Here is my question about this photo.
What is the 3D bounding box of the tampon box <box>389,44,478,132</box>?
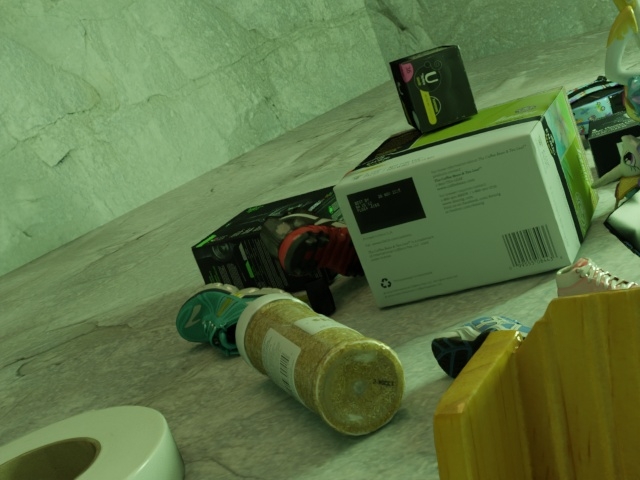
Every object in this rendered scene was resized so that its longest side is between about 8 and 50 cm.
[{"bbox_3d":[0.188,-0.258,1.855,0.101,0.120,0.161,-19,10,0],"label":"tampon box"}]

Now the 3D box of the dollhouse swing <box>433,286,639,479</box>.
[{"bbox_3d":[0.208,0.191,0.678,0.347,0.315,0.305,-10,-3,37],"label":"dollhouse swing"}]

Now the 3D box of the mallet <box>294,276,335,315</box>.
[{"bbox_3d":[-0.036,0.111,1.883,0.039,0.062,0.190,-23,-2,-33],"label":"mallet"}]

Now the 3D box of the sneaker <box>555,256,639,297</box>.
[{"bbox_3d":[0.360,0.057,1.411,0.134,0.070,0.051,-6,18,45],"label":"sneaker"}]

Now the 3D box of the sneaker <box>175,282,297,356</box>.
[{"bbox_3d":[-0.151,0.135,1.813,0.275,0.107,0.110,-8,28,43],"label":"sneaker"}]

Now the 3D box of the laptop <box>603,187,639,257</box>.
[{"bbox_3d":[0.487,-0.014,1.189,0.234,0.264,0.136,-32,-19,-44],"label":"laptop"}]

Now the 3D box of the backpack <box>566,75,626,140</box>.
[{"bbox_3d":[0.562,-0.262,2.273,0.173,0.116,0.158,-22,14,-10],"label":"backpack"}]

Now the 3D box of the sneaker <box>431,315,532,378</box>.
[{"bbox_3d":[0.225,0.123,1.327,0.081,0.080,0.211,-32,18,-30],"label":"sneaker"}]

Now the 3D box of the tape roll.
[{"bbox_3d":[-0.362,0.333,1.397,0.392,0.072,0.392,-20,14,5],"label":"tape roll"}]

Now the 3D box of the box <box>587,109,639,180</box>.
[{"bbox_3d":[0.572,-0.183,1.997,0.156,0.093,0.158,-16,13,19],"label":"box"}]

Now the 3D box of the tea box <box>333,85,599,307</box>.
[{"bbox_3d":[0.247,-0.076,1.782,0.329,0.220,0.323,-14,15,27],"label":"tea box"}]

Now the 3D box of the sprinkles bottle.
[{"bbox_3d":[-0.010,0.156,1.463,0.121,0.121,0.355,-24,14,-16],"label":"sprinkles bottle"}]

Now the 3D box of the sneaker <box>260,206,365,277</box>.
[{"bbox_3d":[0.000,0.000,1.904,0.135,0.097,0.276,34,19,34],"label":"sneaker"}]

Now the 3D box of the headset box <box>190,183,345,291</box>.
[{"bbox_3d":[-0.075,0.006,2.133,0.283,0.131,0.246,-14,14,30],"label":"headset box"}]

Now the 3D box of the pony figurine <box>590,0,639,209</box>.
[{"bbox_3d":[0.603,-0.227,1.725,0.351,0.363,0.303,0,12,16],"label":"pony figurine"}]

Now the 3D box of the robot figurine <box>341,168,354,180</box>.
[{"bbox_3d":[0.134,-0.108,2.287,0.219,0.128,0.158,-21,53,-1],"label":"robot figurine"}]
